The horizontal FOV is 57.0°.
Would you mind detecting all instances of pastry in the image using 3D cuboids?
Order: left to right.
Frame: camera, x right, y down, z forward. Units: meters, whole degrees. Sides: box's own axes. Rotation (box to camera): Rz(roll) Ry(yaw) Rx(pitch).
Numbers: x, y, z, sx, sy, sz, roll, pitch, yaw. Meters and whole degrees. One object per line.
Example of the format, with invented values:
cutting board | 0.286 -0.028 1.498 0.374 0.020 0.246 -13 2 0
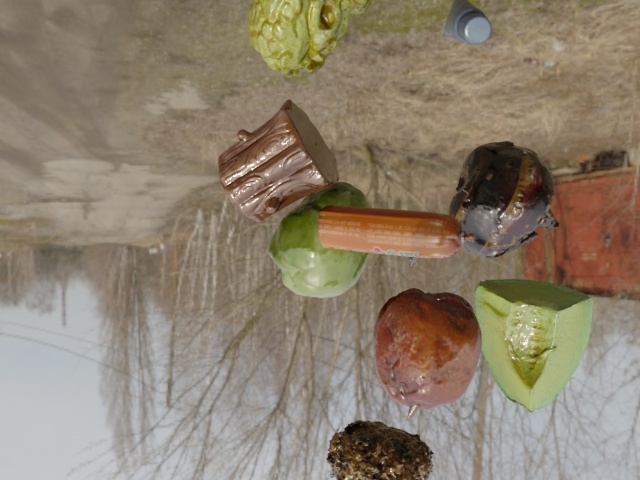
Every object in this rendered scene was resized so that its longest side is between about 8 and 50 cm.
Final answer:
pastry | 0.144 0.550 1.425 0.275 0.192 0.275 17 178 0

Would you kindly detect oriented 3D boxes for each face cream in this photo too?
face cream | 0.391 -0.600 1.616 0.087 0.135 0.385 14 -154 -5

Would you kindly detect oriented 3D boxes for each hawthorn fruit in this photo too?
hawthorn fruit | 0.164 0.159 0.892 0.174 0.179 0.173 -9 145 -6

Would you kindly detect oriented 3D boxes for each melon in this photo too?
melon | 0.611 0.309 1.727 0.332 0.343 0.226 5 -157 8

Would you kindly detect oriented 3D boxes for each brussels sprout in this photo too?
brussels sprout | 0.001 0.006 1.451 0.243 0.273 0.316 26 134 -16

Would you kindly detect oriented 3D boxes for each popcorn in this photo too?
popcorn | -0.033 -0.485 1.206 0.173 0.286 0.225 48 -171 30

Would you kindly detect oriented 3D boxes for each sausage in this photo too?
sausage | 0.146 -0.016 1.150 0.312 0.092 0.093 6 -175 31

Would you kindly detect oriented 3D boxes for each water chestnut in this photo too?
water chestnut | 0.461 -0.094 1.442 0.300 0.299 0.300 -2 -179 0

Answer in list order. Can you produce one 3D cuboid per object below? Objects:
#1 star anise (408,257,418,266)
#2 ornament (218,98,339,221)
star anise | 0.338 0.002 1.951 0.063 0.171 0.208 37 177 14
ornament | -0.097 -0.161 1.340 0.218 0.221 0.235 -29 150 18
